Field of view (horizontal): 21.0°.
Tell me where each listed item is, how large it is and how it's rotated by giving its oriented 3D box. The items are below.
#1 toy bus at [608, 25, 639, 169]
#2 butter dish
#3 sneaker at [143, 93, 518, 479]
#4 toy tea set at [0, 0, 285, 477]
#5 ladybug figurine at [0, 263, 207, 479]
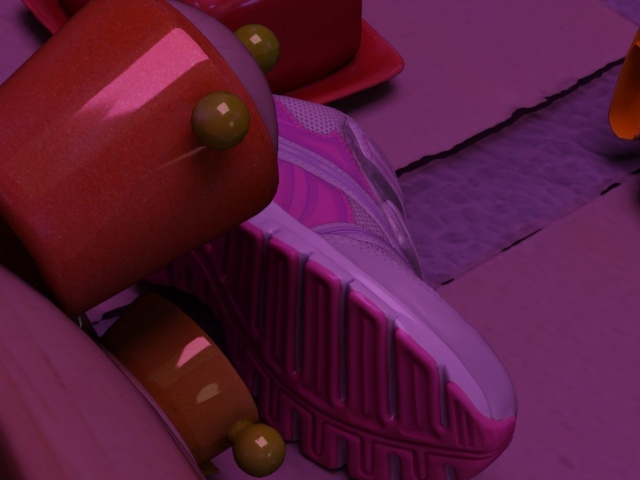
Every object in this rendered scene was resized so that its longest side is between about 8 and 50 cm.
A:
[{"bbox_3d":[0.292,-0.058,0.868,0.211,0.149,0.220,-11,46,-47],"label":"toy bus"},{"bbox_3d":[-0.050,-0.143,0.872,0.160,0.118,0.160,-23,52,-34],"label":"butter dish"},{"bbox_3d":[0.000,0.000,0.738,0.111,0.103,0.252,-26,55,-34],"label":"sneaker"},{"bbox_3d":[-0.117,-0.054,0.691,0.124,0.200,0.336,-39,56,-20],"label":"toy tea set"},{"bbox_3d":[-0.161,0.156,0.475,0.305,0.162,0.449,-10,46,-25],"label":"ladybug figurine"}]
